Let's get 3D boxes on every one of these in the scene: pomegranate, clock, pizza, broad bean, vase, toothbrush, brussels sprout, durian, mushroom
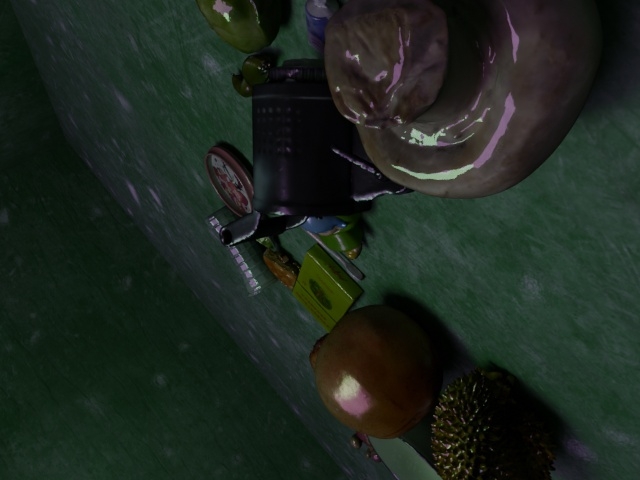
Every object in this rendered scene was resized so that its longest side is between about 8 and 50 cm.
[{"bbox_3d":[0.132,0.299,1.220,0.319,0.319,0.319,40,153,25],"label":"pomegranate"},{"bbox_3d":[-0.254,-0.171,1.513,0.244,0.056,0.244,41,153,26],"label":"clock"},{"bbox_3d":[-0.106,0.093,1.617,0.134,0.046,0.175,13,145,38],"label":"pizza"},{"bbox_3d":[-0.142,-0.350,1.085,0.070,0.048,0.214,59,158,-16],"label":"broad bean"},{"bbox_3d":[-0.260,0.027,1.705,0.298,0.143,0.143,58,155,-6],"label":"vase"},{"bbox_3d":[0.000,0.000,1.343,0.307,0.025,0.029,44,162,15],"label":"toothbrush"},{"bbox_3d":[-0.147,-0.427,0.905,0.183,0.131,0.145,47,177,8],"label":"brussels sprout"},{"bbox_3d":[0.348,0.427,1.076,0.258,0.258,0.292,9,127,56],"label":"durian"},{"bbox_3d":[0.122,-0.181,0.553,0.298,0.290,0.297,23,124,40],"label":"mushroom"}]

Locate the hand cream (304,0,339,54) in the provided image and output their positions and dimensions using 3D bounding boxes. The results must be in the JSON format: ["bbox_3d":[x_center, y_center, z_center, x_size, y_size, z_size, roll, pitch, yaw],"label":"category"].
[{"bbox_3d":[0.004,-0.351,0.842,0.084,0.053,0.142,43,164,17],"label":"hand cream"}]

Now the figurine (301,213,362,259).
[{"bbox_3d":[0.021,-0.057,1.112,0.162,0.143,0.263,44,173,39],"label":"figurine"}]

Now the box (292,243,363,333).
[{"bbox_3d":[0.010,0.153,1.509,0.187,0.047,0.335,46,156,12],"label":"box"}]

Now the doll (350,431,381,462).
[{"bbox_3d":[0.215,0.681,1.748,0.256,0.152,0.196,22,155,41],"label":"doll"}]

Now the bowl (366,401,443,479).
[{"bbox_3d":[0.308,0.566,1.385,0.354,0.185,0.353,40,153,25],"label":"bowl"}]

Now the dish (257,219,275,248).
[{"bbox_3d":[-0.176,-0.033,1.575,0.091,0.039,0.137,25,153,29],"label":"dish"}]

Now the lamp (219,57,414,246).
[{"bbox_3d":[-0.021,-0.162,0.865,0.374,0.205,0.271,-14,90,37],"label":"lamp"}]

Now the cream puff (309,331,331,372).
[{"bbox_3d":[0.079,0.380,1.564,0.240,0.164,0.239,24,140,22],"label":"cream puff"}]
